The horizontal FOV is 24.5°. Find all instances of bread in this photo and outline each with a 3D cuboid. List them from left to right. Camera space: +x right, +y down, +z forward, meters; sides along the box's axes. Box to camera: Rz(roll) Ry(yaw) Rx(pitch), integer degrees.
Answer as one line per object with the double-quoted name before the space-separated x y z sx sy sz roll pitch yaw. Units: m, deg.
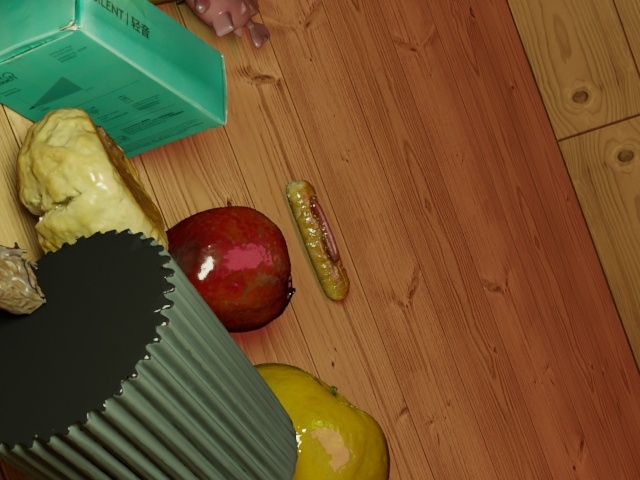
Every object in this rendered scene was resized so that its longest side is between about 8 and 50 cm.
"bread" -0.291 -0.050 1.830 0.244 0.134 0.244 57 4 -6

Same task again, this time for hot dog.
"hot dog" 0.000 0.000 2.447 0.066 0.047 0.215 -30 101 -58

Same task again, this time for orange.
"orange" -0.044 0.296 1.985 0.279 0.279 0.235 37 84 -47

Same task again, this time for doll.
"doll" -0.163 -0.405 2.332 0.262 0.093 0.211 50 29 -31

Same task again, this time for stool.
"stool" -0.211 0.201 1.726 0.330 0.297 0.297 53 34 -40

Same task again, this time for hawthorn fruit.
"hawthorn fruit" -0.154 0.041 2.041 0.251 0.189 0.189 -1 75 -41

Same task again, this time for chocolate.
"chocolate" -0.443 0.020 1.577 0.329 0.065 0.102 17 24 -45

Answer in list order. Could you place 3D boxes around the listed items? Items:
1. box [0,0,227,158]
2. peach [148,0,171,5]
"box" -0.288 -0.226 1.899 0.311 0.205 0.118 30 48 -51
"peach" -0.225 -0.474 2.060 0.308 0.289 0.289 -28 99 -65
